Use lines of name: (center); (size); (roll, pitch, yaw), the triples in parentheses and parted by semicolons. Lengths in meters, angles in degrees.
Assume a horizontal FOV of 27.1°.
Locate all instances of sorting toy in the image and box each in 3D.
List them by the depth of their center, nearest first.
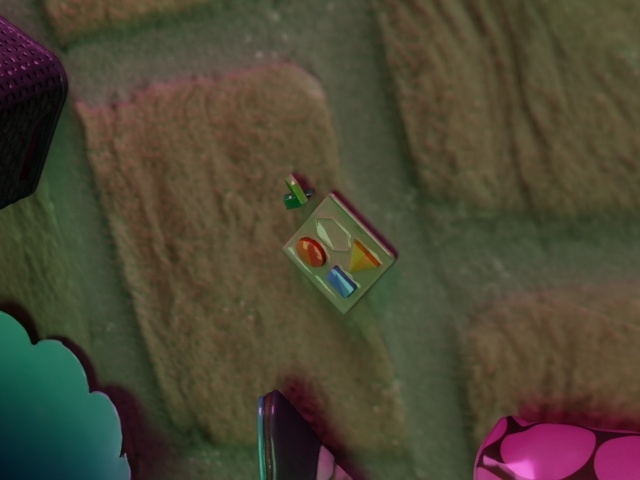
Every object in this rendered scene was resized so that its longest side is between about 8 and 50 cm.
sorting toy: (0.000, 0.000, 0.810); (0.083, 0.012, 0.062); (46, 128, 7)

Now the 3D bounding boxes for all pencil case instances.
pencil case: (0.181, 0.147, 0.708); (0.209, 0.098, 0.095); (3, 112, 32)

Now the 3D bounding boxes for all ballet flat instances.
ballet flat: (-0.006, 0.192, 0.873); (0.074, 0.074, 0.203); (10, 110, 29)

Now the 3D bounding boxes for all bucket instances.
bucket: (-0.279, 0.201, 0.922); (0.281, 0.281, 0.183); (36, 134, 14)

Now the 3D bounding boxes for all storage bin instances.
storage bin: (-0.273, -0.103, 0.892); (0.180, 0.084, 0.122); (37, 126, 14)
